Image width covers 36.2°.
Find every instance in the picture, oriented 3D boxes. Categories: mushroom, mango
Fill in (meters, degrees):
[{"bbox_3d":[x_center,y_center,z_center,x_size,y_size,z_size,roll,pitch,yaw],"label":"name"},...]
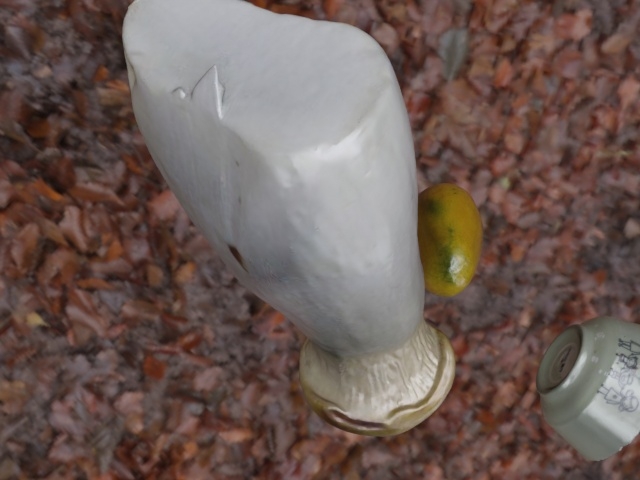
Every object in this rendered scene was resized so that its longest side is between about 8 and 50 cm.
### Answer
[{"bbox_3d":[0.000,0.000,0.593,0.122,0.159,0.329,-33,141,-9],"label":"mushroom"},{"bbox_3d":[0.138,0.005,1.096,0.089,0.163,0.111,-1,134,8],"label":"mango"}]

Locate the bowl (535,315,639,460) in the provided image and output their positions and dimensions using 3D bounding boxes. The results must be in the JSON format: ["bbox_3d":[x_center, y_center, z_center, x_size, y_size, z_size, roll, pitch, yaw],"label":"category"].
[{"bbox_3d":[0.384,0.194,1.388,0.112,0.211,0.211,30,91,-10],"label":"bowl"}]
